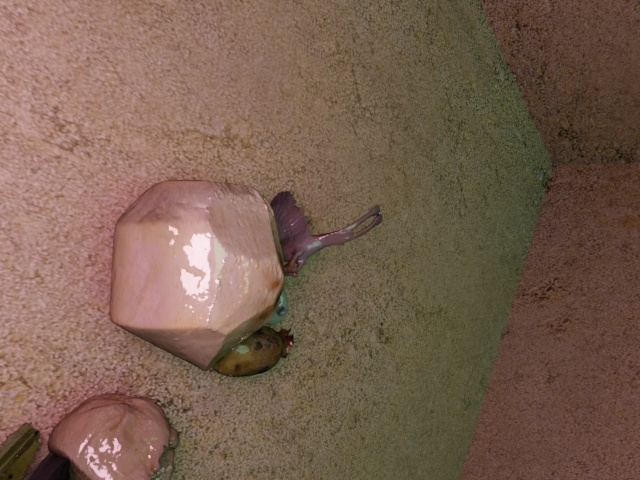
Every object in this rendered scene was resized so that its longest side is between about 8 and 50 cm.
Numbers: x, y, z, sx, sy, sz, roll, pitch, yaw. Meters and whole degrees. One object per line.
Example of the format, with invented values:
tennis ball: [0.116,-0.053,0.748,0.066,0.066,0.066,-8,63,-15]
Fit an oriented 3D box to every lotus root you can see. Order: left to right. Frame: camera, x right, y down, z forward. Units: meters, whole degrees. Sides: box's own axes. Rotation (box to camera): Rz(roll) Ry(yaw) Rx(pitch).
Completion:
lotus root: [-0.177,0.285,1.281,0.278,0.154,0.153,7,90,-48]

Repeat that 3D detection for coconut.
coconut: [-0.248,0.076,1.044,0.416,0.345,0.414,-2,93,-47]

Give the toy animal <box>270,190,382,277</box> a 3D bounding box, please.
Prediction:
toy animal: [-0.011,0.013,1.299,0.302,0.285,0.224,-55,135,-48]

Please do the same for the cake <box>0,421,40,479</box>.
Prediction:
cake: [-0.601,0.464,0.900,0.235,0.100,0.099,-51,129,-28]

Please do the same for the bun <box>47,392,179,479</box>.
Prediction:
bun: [-0.406,0.425,1.000,0.205,0.282,0.281,-44,124,-44]

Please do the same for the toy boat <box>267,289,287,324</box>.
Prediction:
toy boat: [-0.156,0.148,1.339,0.134,0.079,0.207,-48,124,-34]

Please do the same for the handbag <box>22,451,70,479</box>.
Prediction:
handbag: [-0.535,0.522,0.857,0.332,0.075,0.191,-63,175,35]
